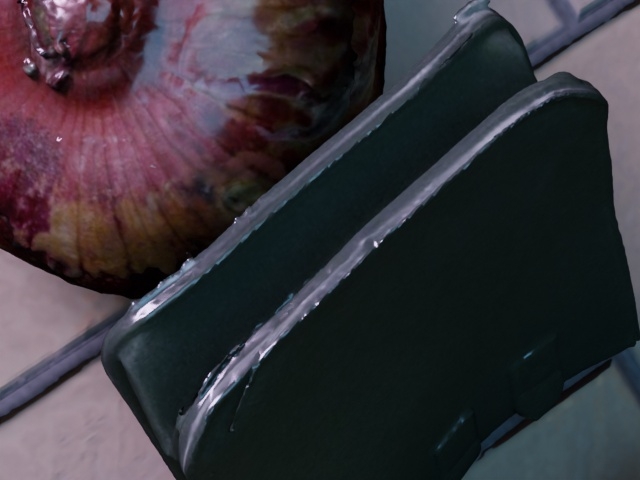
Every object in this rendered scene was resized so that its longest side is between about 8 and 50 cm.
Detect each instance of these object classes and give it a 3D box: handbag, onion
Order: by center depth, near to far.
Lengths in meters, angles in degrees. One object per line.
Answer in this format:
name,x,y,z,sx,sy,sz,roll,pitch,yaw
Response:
onion,-0.087,-0.095,0.795,0.246,0.190,0.246,-1,84,7
handbag,0.039,0.051,0.796,0.247,0.260,0.079,-41,55,-13
